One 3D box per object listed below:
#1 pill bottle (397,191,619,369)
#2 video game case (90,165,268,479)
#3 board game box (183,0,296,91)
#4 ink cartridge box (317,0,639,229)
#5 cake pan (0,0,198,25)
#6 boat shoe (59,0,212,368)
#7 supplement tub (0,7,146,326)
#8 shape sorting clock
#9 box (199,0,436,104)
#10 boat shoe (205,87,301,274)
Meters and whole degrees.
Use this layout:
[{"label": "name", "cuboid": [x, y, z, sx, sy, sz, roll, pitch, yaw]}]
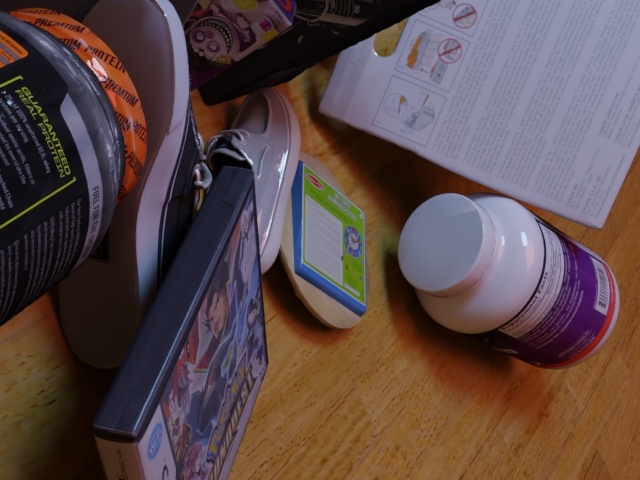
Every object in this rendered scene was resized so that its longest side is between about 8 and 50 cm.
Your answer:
[{"label": "pill bottle", "cuboid": [0.242, 0.050, 1.343, 0.323, 0.181, 0.181, 25, 53, -45]}, {"label": "video game case", "cuboid": [-0.098, 0.120, 0.842, 0.275, 0.035, 0.248, -70, 164, -44]}, {"label": "board game box", "cuboid": [-0.204, -0.269, 0.874, 0.347, 0.208, 0.056, 49, 29, -26]}, {"label": "ink cartridge box", "cuboid": [0.228, -0.225, 1.277, 0.385, 0.308, 0.091, 22, 8, -4]}, {"label": "cake pan", "cuboid": [-0.210, -0.226, 0.774, 0.293, 0.293, 0.054, 31, 23, -42]}, {"label": "boat shoe", "cuboid": [-0.141, -0.049, 0.845, 0.105, 0.113, 0.306, -27, 123, -61]}, {"label": "supplement tub", "cuboid": [-0.269, -0.023, 0.646, 0.207, 0.207, 0.338, 61, 36, -11]}, {"label": "shape sorting clock", "cuboid": [0.000, 0.000, 1.158, 0.206, 0.040, 0.206, 35, 48, -50]}, {"label": "box", "cuboid": [-0.030, -0.366, 1.075, 0.179, 0.312, 0.343, -29, 96, -56]}, {"label": "boat shoe", "cuboid": [-0.077, -0.073, 1.059, 0.081, 0.079, 0.227, 37, 48, -44]}]
